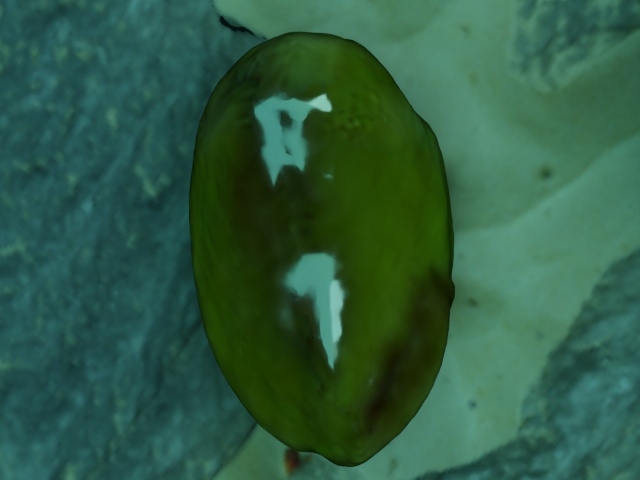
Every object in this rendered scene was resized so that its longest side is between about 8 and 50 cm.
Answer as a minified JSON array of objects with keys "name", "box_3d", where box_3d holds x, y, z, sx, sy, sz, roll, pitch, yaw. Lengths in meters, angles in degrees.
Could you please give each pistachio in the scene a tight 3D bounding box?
[{"name":"pistachio","box_3d":[-0.002,0.002,0.668,0.110,0.100,0.189,1,110,34]}]
